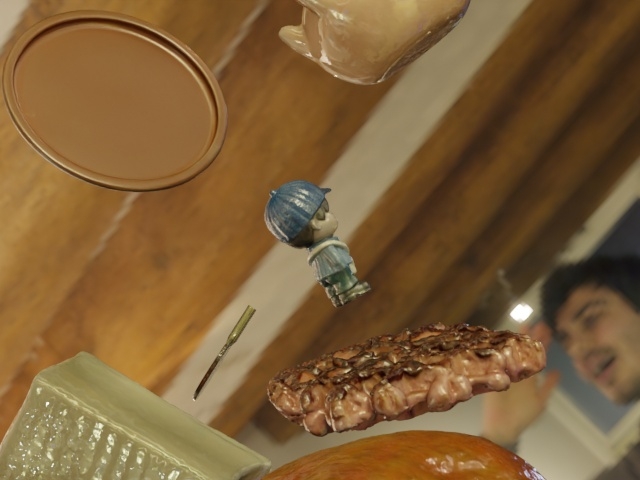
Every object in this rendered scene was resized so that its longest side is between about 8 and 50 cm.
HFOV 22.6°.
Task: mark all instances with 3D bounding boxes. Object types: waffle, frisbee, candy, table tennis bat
[{"bbox_3d":[0.064,0.113,1.340,0.221,0.055,0.234,-15,7,-22],"label":"waffle"},{"bbox_3d":[-0.221,-0.152,1.733,0.251,0.251,0.021,-32,-16,-39],"label":"frisbee"},{"bbox_3d":[-0.260,0.321,2.168,0.145,0.359,0.208,-17,-48,-63],"label":"candy"},{"bbox_3d":[-0.140,0.163,2.305,0.158,0.014,0.095,-57,-3,-3],"label":"table tennis bat"}]

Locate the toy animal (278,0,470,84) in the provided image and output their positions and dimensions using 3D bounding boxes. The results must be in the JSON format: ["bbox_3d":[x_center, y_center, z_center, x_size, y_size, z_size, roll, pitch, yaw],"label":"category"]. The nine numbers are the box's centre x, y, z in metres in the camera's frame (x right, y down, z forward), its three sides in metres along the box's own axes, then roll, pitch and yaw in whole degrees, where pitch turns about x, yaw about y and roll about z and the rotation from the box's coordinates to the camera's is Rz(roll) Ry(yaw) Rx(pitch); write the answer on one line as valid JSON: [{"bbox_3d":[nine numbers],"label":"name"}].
[{"bbox_3d":[0.076,-0.261,1.599,0.250,0.154,0.166,-58,-3,-34],"label":"toy animal"}]

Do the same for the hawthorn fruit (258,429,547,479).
[{"bbox_3d":[0.108,0.425,1.786,0.472,0.472,0.472,-41,-17,-16],"label":"hawthorn fruit"}]

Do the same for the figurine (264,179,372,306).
[{"bbox_3d":[-0.008,0.004,1.621,0.079,0.136,0.077,-19,-2,-21],"label":"figurine"}]
